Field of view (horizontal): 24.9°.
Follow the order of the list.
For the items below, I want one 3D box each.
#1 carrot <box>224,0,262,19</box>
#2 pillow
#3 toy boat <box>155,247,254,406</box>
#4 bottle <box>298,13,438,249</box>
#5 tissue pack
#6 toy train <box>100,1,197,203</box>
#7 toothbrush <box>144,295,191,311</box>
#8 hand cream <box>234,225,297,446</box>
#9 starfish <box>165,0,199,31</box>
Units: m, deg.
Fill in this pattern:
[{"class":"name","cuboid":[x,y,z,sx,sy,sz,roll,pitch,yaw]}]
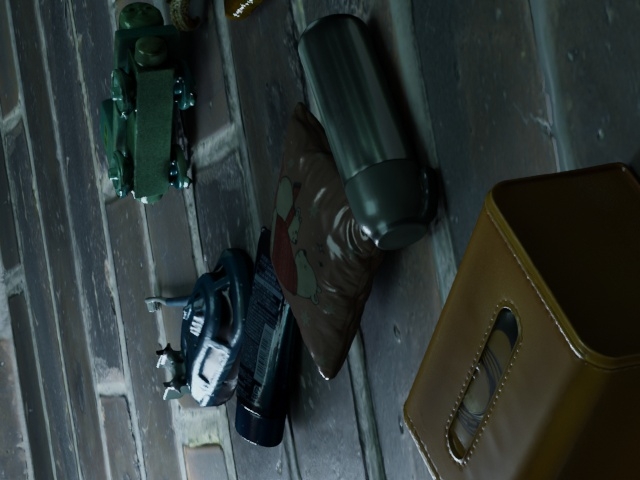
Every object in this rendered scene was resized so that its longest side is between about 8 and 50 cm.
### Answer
[{"class":"carrot","cuboid":[-0.078,-0.303,1.759,0.170,0.042,0.042,-14,85,65]},{"class":"pillow","cuboid":[0.000,0.000,1.619,0.223,0.084,0.236,-120,34,-44]},{"class":"toy boat","cuboid":[-0.164,0.127,2.033,0.299,0.092,0.134,113,145,-51]},{"class":"bottle","cuboid":[0.051,-0.116,1.481,0.096,0.079,0.254,-28,64,24]},{"class":"tissue pack","cuboid":[0.186,0.103,1.157,0.275,0.145,0.194,107,148,-42]},{"class":"toy train","cuboid":[-0.257,-0.198,2.092,0.298,0.120,0.194,101,155,-46]},{"class":"toothbrush","cuboid":[-0.228,0.098,2.255,0.275,0.019,0.025,-8,95,67]},{"class":"hand cream","cuboid":[-0.067,0.127,1.856,0.120,0.061,0.271,37,126,56]},{"class":"starfish","cuboid":[-0.182,-0.391,1.941,0.238,0.071,0.216,1,104,60]}]
